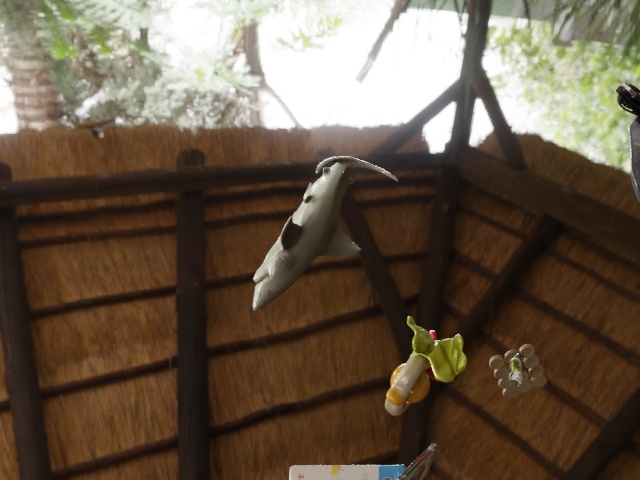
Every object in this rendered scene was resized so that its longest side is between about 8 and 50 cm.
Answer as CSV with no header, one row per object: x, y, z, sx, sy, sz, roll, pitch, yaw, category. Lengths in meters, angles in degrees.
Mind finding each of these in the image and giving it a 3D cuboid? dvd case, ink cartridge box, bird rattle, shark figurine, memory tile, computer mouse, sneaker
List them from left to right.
0.015,-0.025,0.920,0.116,0.278,0.166,32,-146,-4,shark figurine
0.058,0.557,1.344,0.232,0.168,0.171,-2,-129,9,ink cartridge box
0.170,0.433,1.242,0.013,0.087,0.119,31,-142,28,dvd case
0.193,0.260,1.374,0.143,0.253,0.207,37,-104,12,bird rattle
0.472,0.312,1.611,0.113,0.148,0.012,-24,-149,10,memory tile
0.437,0.284,1.489,0.031,0.083,0.035,21,-134,34,sneaker
0.675,-0.181,1.364,0.072,0.272,0.188,-19,143,41,computer mouse
